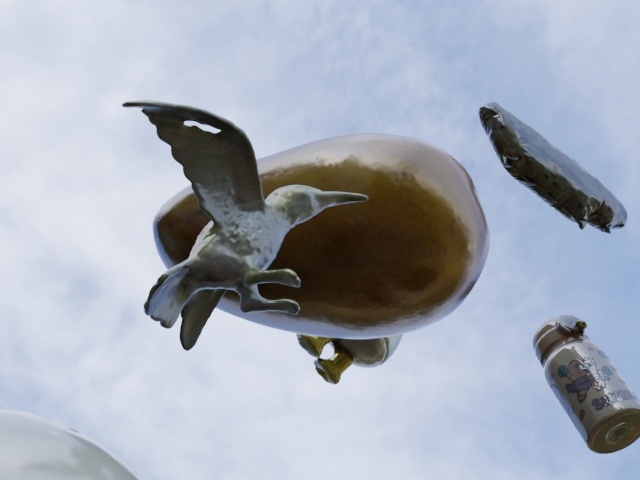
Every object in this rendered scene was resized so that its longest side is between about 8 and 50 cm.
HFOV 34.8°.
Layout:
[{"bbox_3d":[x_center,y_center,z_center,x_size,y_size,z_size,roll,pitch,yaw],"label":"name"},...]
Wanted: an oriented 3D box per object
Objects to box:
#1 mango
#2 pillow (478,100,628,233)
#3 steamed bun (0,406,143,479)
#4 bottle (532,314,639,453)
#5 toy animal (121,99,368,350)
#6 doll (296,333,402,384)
[{"bbox_3d":[0.000,0.000,1.153,0.378,0.221,0.264,-2,-20,10],"label":"mango"},{"bbox_3d":[0.281,-0.076,1.242,0.241,0.093,0.051,38,-50,-11],"label":"pillow"},{"bbox_3d":[-0.220,0.236,0.433,0.241,0.374,0.374,35,-63,-29],"label":"steamed bun"},{"bbox_3d":[0.382,0.196,1.476,0.097,0.209,0.110,-3,-50,-21],"label":"bottle"},{"bbox_3d":[-0.037,0.008,0.635,0.155,0.095,0.219,-5,-44,-12],"label":"toy animal"},{"bbox_3d":[0.086,0.083,1.475,0.117,0.296,0.141,-19,-72,47],"label":"doll"}]
